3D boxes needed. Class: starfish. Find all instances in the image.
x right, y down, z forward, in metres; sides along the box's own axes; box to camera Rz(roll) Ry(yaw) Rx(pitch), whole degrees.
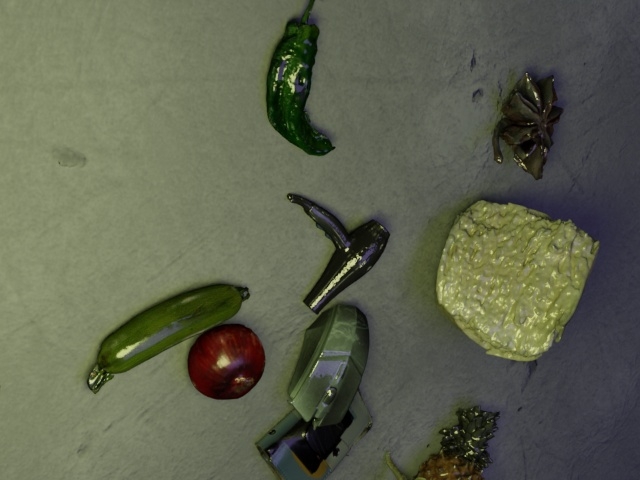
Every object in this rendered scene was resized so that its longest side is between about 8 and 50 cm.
[{"bbox_3d":[0.163,0.512,2.169,0.050,0.223,0.217,-5,149,-18],"label":"starfish"}]

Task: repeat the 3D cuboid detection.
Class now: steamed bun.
[{"bbox_3d":[0.344,0.064,2.141,0.272,0.273,0.290,35,75,1],"label":"steamed bun"}]

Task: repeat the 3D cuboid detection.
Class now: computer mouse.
[{"bbox_3d":[0.025,0.223,1.977,0.126,0.071,0.231,27,76,-26],"label":"computer mouse"}]

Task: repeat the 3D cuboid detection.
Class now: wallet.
[{"bbox_3d":[0.002,0.355,2.045,0.231,0.069,0.170,-42,124,-23],"label":"wallet"}]

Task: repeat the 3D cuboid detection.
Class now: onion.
[{"bbox_3d":[-0.149,0.196,1.814,0.131,0.131,0.131,-16,116,-36],"label":"onion"}]

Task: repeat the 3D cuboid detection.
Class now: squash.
[{"bbox_3d":[-0.232,0.133,1.753,0.318,0.071,0.080,-29,119,-31],"label":"squash"}]

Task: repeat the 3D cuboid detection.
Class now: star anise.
[{"bbox_3d":[0.393,-0.219,2.157,0.231,0.089,0.209,-8,99,-45],"label":"star anise"}]

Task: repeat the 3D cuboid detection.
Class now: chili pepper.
[{"bbox_3d":[-0.029,-0.259,1.791,0.122,0.065,0.279,-22,122,-44],"label":"chili pepper"}]

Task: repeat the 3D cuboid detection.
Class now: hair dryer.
[{"bbox_3d":[0.000,0.000,1.928,0.195,0.075,0.219,-47,121,-6],"label":"hair dryer"}]

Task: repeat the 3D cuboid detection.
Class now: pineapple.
[{"bbox_3d":[0.280,0.457,2.278,0.158,0.158,0.278,39,69,-42],"label":"pineapple"}]
